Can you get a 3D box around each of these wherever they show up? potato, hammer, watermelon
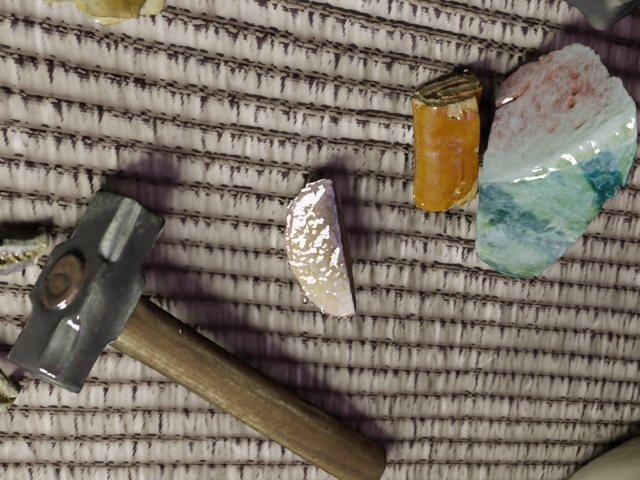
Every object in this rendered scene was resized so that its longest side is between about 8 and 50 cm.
[{"bbox_3d":[-0.001,0.001,1.168,0.037,0.036,0.093,-7,113,10],"label":"potato"},{"bbox_3d":[-0.053,0.088,1.177,0.365,0.043,0.111,38,73,-52],"label":"hammer"},{"bbox_3d":[0.134,-0.042,1.196,0.081,0.094,0.180,14,125,-12],"label":"watermelon"}]

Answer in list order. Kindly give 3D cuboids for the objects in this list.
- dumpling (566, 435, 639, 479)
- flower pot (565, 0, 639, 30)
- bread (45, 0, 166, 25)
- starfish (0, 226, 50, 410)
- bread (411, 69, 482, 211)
[{"bbox_3d":[0.269,0.287,1.511,0.395,0.233,0.315,-4,156,-41],"label":"dumpling"},{"bbox_3d":[0.103,-0.274,0.880,0.283,0.299,0.299,-56,138,-8],"label":"flower pot"},{"bbox_3d":[-0.138,-0.233,0.764,0.238,0.196,0.252,9,118,-46],"label":"bread"},{"bbox_3d":[-0.225,0.072,1.011,0.208,0.053,0.176,3,100,-56],"label":"starfish"},{"bbox_3d":[0.080,-0.060,1.179,0.047,0.036,0.083,-19,129,-21],"label":"bread"}]
